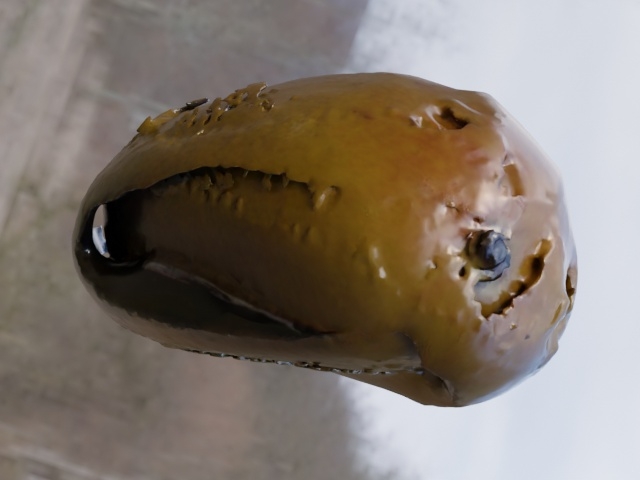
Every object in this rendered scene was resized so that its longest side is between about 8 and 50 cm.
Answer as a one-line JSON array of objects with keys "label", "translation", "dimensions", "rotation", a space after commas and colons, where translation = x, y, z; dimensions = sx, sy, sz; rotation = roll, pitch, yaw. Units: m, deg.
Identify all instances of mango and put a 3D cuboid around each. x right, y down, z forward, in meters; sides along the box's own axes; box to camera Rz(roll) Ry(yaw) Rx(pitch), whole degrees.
[{"label": "mango", "translation": [0.000, 0.000, 0.795], "dimensions": [0.249, 0.156, 0.151], "rotation": [-2, -137, 41]}]
